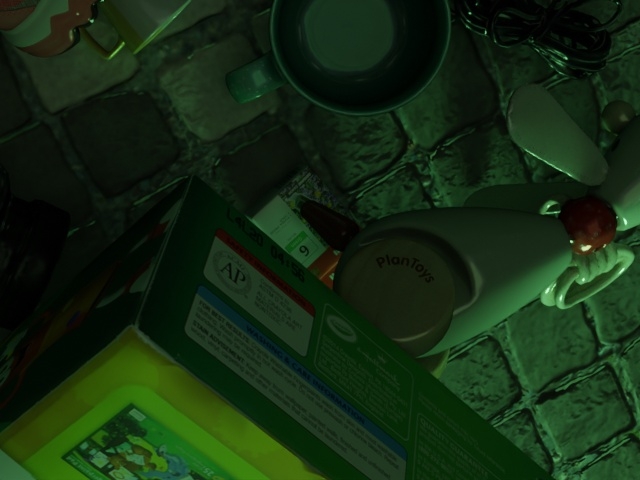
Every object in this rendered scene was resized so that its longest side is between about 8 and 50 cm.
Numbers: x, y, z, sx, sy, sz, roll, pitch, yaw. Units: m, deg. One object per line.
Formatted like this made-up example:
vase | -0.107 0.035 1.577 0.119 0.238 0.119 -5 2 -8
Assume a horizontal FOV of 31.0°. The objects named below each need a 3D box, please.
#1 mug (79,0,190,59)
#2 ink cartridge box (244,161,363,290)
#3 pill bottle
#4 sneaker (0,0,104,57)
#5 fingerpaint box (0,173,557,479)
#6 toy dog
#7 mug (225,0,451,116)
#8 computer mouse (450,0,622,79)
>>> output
mug | -0.140 -0.174 0.837 0.078 0.062 0.064 -46 102 -11
ink cartridge box | 0.000 0.000 0.928 0.063 0.029 0.115 -43 109 -6
pill bottle | -0.290 -0.021 0.786 0.219 0.123 0.123 24 92 -20
sneaker | -0.159 -0.246 0.711 0.136 0.116 0.314 18 129 -34
fingerpaint box | -0.055 0.230 0.800 0.445 0.163 0.371 40 121 -19
toy dog | 0.121 -0.020 0.887 0.333 0.220 0.161 -24 68 -32
mug | 0.013 -0.161 0.861 0.158 0.097 0.129 6 100 -3
computer mouse | 0.194 -0.279 0.909 0.188 0.072 0.272 13 103 -39
